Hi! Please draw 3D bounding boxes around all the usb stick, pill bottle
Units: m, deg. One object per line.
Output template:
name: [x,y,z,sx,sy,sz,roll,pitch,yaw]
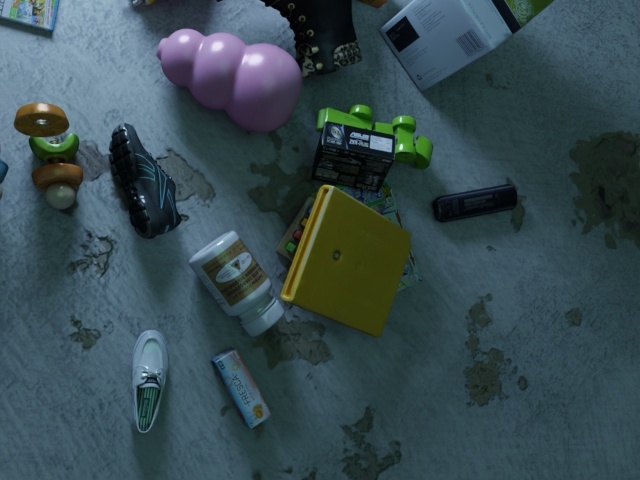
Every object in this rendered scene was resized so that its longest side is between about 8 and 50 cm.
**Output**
usb stick: [0.444,-0.107,1.772,0.278,0.045,0.077,-11,97,-23]
pill bottle: [-0.188,0.103,1.444,0.131,0.131,0.229,-38,100,-21]

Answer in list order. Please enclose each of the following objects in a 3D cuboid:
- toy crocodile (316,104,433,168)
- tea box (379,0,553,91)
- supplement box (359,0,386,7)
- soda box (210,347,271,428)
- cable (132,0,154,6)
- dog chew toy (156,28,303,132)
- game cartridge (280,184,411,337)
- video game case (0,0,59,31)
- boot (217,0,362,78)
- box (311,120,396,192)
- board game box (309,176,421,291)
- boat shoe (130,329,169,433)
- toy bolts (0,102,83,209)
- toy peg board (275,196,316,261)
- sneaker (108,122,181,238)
toy crocodile: [0.148,-0.269,1.637,0.341,0.105,0.115,10,67,-19]
tea box: [0.393,-0.607,1.636,0.323,0.329,0.220,-42,101,-19]
supplement box: [0.072,-0.695,1.647,0.234,0.078,0.080,12,85,-20]
soda box: [-0.187,0.346,1.464,0.063,0.058,0.183,-28,96,-22]
cable: [-0.355,-0.645,1.493,0.287,0.072,0.139,-27,79,-34]
dog chew toy: [-0.213,-0.383,1.445,0.332,0.206,0.206,19,79,-12]
game cartridge: [0.076,0.059,1.499,0.324,0.053,0.285,28,78,-41]
video game case: [-0.664,-0.536,1.362,0.166,0.015,0.119,10,81,-21]
boot: [-0.062,-0.537,1.509,0.378,0.138,0.284,-24,114,-28]
box: [0.080,-0.205,1.543,0.180,0.147,0.077,10,58,-6]
board game box: [0.122,-0.004,1.629,0.214,0.046,0.317,-21,94,-23]
boat shoe: [-0.375,0.313,1.379,0.083,0.076,0.226,2,85,-23]
toy bolts: [-0.601,-0.155,1.252,0.229,0.218,0.158,-6,74,-20]
toy peg board: [0.000,0.000,1.524,0.161,0.079,0.160,32,89,-5]
sneaker: [-0.398,-0.137,1.412,0.106,0.101,0.267,-18,92,-45]
